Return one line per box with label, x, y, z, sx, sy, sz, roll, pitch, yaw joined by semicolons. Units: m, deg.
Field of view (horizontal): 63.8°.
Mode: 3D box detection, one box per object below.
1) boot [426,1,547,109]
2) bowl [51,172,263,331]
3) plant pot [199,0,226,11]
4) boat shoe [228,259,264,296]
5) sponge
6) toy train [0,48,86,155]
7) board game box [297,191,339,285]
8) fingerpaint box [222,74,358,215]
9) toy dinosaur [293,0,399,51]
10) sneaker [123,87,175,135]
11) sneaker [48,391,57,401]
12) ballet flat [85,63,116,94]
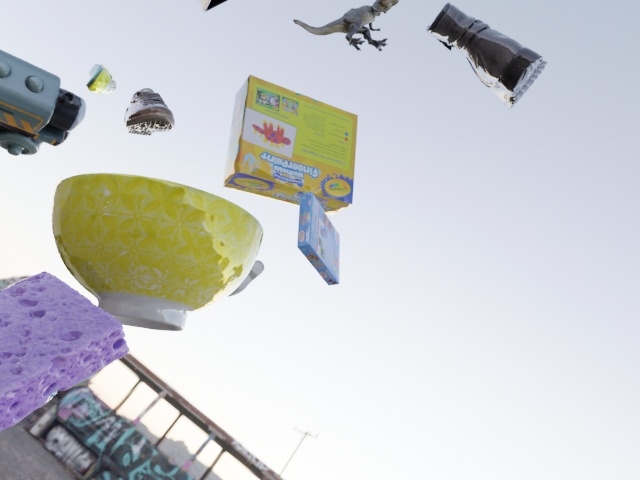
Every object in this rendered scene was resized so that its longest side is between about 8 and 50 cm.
boot;0.345;-0.392;1.071;0.222;0.118;0.338;40;15;12
bowl;-0.230;0.038;0.710;0.289;0.156;0.289;6;-18;2
plant pot;-0.251;-0.726;1.313;0.167;0.187;0.188;60;-13;-19
boat shoe;-0.184;0.089;1.177;0.046;0.125;0.038;51;-27;-3
sponge;-0.250;0.094;0.337;0.117;0.210;0.031;23;-53;31
toy train;-0.572;-0.257;0.860;0.190;0.142;0.333;-13;-25;41
board game box;0.000;0.000;1.341;0.039;0.160;0.211;-12;-35;19
fingerpaint box;-0.100;-0.327;1.851;0.444;0.372;0.163;13;-19;-27
toy dinosaur;0.081;-0.474;1.143;0.118;0.268;0.064;57;-24;17
sneaker;-0.276;-0.207;0.806;0.188;0.066;0.071;11;-80;57
sneaker;-0.661;0.297;1.171;0.237;0.086;0.085;35;-43;44
ballet flat;-0.644;-0.474;1.528;0.077;0.077;0.231;40;6;-33
